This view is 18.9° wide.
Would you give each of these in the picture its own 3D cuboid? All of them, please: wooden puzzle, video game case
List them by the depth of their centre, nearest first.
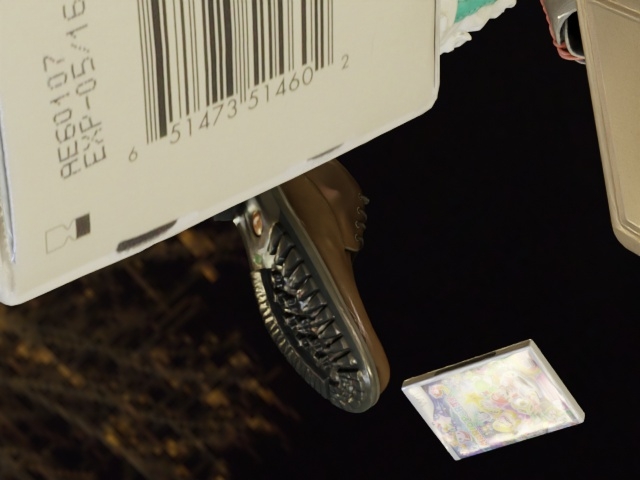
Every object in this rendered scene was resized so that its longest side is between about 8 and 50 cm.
[{"bbox_3d":[0.235,-0.059,1.186,0.044,0.239,0.221,-26,-152,-14],"label":"wooden puzzle"},{"bbox_3d":[0.138,0.129,1.541,0.122,0.087,0.011,-21,-150,31],"label":"video game case"}]

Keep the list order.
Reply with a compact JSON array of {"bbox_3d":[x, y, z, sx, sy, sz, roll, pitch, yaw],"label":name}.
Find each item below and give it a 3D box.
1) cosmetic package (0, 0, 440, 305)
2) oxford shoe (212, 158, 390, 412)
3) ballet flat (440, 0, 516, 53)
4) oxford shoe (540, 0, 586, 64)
[{"bbox_3d":[-0.123,-0.115,0.592,0.160,0.113,0.309,-27,-138,-34],"label":"cosmetic package"},{"bbox_3d":[0.000,0.000,1.218,0.083,0.096,0.227,-49,-121,53],"label":"oxford shoe"},{"bbox_3d":[-0.065,-0.204,0.784,0.147,0.147,0.409,-40,-115,-2],"label":"ballet flat"},{"bbox_3d":[0.219,-0.225,1.672,0.130,0.123,0.348,-64,-156,1],"label":"oxford shoe"}]
